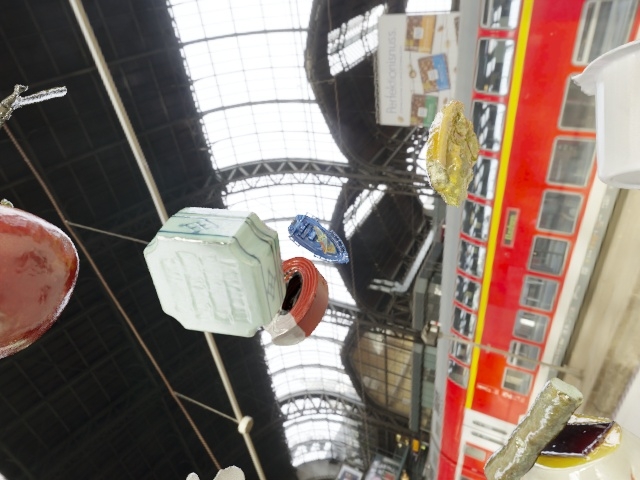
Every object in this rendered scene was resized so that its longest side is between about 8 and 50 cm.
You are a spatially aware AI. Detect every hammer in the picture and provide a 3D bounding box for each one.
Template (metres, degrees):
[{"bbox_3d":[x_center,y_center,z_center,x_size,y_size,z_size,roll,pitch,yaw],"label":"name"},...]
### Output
[{"bbox_3d":[-0.603,-0.300,0.904,0.027,0.125,0.297,44,-168,-26],"label":"hammer"}]

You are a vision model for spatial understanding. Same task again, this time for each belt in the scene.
[{"bbox_3d":[-0.095,0.218,1.527,0.115,0.227,0.324,53,-136,-46],"label":"belt"}]

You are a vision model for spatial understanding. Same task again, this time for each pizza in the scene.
[{"bbox_3d":[0.152,-0.100,0.478,0.099,0.035,0.160,63,-141,-26],"label":"pizza"}]

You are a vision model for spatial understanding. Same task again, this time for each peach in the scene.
[{"bbox_3d":[-0.436,0.056,0.550,0.243,0.243,0.200,3,-111,-64],"label":"peach"}]

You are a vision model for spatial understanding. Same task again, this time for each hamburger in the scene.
[{"bbox_3d":[0.528,0.462,0.860,0.227,0.151,0.295,-33,-14,-10],"label":"hamburger"}]

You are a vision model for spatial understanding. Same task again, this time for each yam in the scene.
[{"bbox_3d":[0.350,0.326,0.712,0.061,0.061,0.253,-38,-32,-54],"label":"yam"}]

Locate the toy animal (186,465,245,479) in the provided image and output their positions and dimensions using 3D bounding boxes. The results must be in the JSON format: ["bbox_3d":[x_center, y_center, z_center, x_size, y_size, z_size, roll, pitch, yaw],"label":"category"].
[{"bbox_3d":[-0.277,0.699,0.986,0.265,0.272,0.206,-42,-29,14],"label":"toy animal"}]

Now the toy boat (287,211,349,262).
[{"bbox_3d":[0.000,0.000,1.044,0.091,0.175,0.110,-54,1,-11],"label":"toy boat"}]

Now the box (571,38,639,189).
[{"bbox_3d":[0.593,-0.204,0.711,0.291,0.262,0.207,75,-160,-87],"label":"box"}]

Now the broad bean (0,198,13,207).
[{"bbox_3d":[-0.748,0.030,0.996,0.052,0.052,0.257,5,-90,-52],"label":"broad bean"}]

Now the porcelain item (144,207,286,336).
[{"bbox_3d":[-0.231,0.071,0.988,0.157,0.281,0.286,-66,-25,-55],"label":"porcelain item"}]
